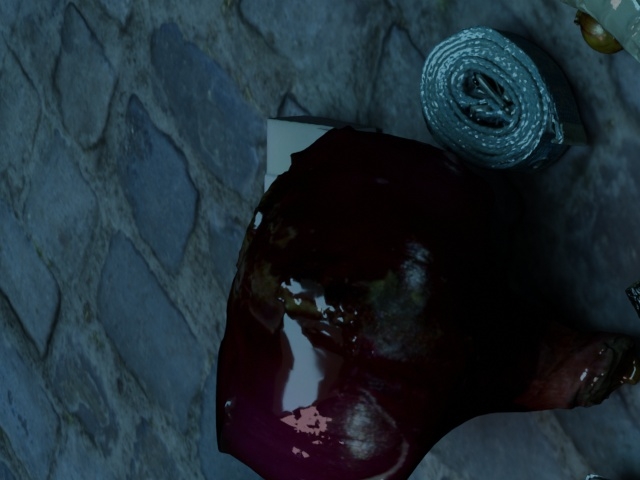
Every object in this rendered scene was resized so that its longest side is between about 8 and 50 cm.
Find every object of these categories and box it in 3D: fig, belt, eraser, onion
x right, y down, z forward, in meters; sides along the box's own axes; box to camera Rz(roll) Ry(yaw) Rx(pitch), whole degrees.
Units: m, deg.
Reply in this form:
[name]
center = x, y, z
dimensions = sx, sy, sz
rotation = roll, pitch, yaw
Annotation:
[fig]
center = 0.272, -0.212, 1.446
dimensions = 0.083, 0.050, 0.050
rotation = -136, 51, -59
[belt]
center = 0.184, -0.143, 1.524
dimensions = 0.147, 0.082, 0.163
rotation = -30, 71, 36
[eraser]
center = 0.000, 0.000, 1.751
dimensions = 0.130, 0.086, 0.287
rotation = 13, 106, 44
[onion]
center = 0.109, 0.101, 1.503
dimensions = 0.420, 0.398, 0.398
rotation = 19, 119, -3

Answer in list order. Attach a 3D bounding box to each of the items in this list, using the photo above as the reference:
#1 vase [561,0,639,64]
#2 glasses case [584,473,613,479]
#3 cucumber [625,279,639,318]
[vase]
center = 0.350, -0.147, 1.299
dimensions = 0.299, 0.143, 0.143
rotation = 58, 133, 21
[glasses case]
center = 0.368, 0.307, 1.397
dimensions = 0.308, 0.083, 0.128
rotation = 6, 96, 48
[cucumber]
center = 0.347, 0.107, 1.421
dimensions = 0.039, 0.043, 0.163
rotation = 84, 163, -70
